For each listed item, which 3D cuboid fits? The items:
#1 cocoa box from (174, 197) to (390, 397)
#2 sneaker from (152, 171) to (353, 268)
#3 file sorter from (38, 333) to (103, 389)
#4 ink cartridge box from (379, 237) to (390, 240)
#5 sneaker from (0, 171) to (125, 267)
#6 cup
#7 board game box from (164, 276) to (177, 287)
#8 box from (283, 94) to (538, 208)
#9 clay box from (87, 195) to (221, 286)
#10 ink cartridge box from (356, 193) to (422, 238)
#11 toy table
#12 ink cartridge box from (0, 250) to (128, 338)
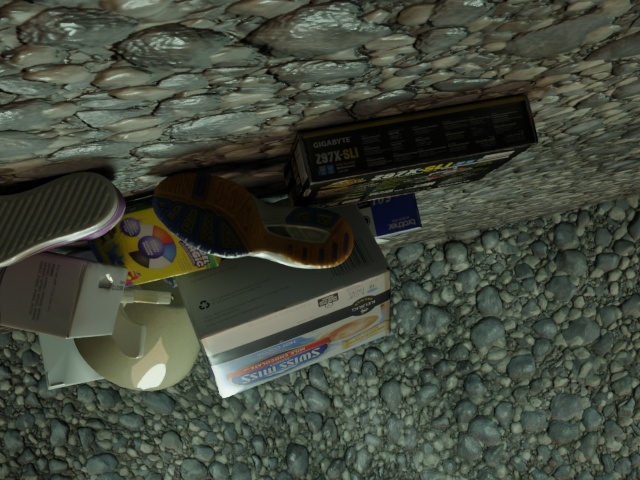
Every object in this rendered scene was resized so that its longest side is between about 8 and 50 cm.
[{"bbox_3d":[-0.071,0.088,1.510,0.347,0.231,0.228,-20,144,-9],"label":"cocoa box"},{"bbox_3d":[-0.104,-0.014,1.230,0.296,0.112,0.131,18,172,-7],"label":"sneaker"},{"bbox_3d":[-0.675,0.249,2.312,0.193,0.277,0.173,-10,178,-13],"label":"file sorter"},{"bbox_3d":[0.000,0.000,2.225,0.296,0.066,0.261,-14,174,27],"label":"ink cartridge box"},{"bbox_3d":[-0.400,-0.014,1.117,0.282,0.102,0.161,-11,177,-6],"label":"sneaker"},{"bbox_3d":[-0.411,0.166,2.038,0.331,0.331,0.237,-7,146,-41],"label":"cup"},{"bbox_3d":[-0.234,0.024,1.659,0.201,0.035,0.136,-21,-153,-27],"label":"board game box"},{"bbox_3d":[0.117,-0.119,1.221,0.322,0.079,0.257,-11,173,-8],"label":"box"},{"bbox_3d":[-0.252,-0.006,1.317,0.222,0.127,0.053,-13,-153,16],"label":"clay box"},{"bbox_3d":[0.106,-0.050,1.778,0.207,0.097,0.046,-14,174,15],"label":"ink cartridge box"},{"bbox_3d":[-0.429,0.109,1.718,0.161,0.252,0.274,4,-172,13],"label":"toy table"},{"bbox_3d":[-0.452,0.064,1.236,0.273,0.114,0.197,10,176,6],"label":"ink cartridge box"}]
